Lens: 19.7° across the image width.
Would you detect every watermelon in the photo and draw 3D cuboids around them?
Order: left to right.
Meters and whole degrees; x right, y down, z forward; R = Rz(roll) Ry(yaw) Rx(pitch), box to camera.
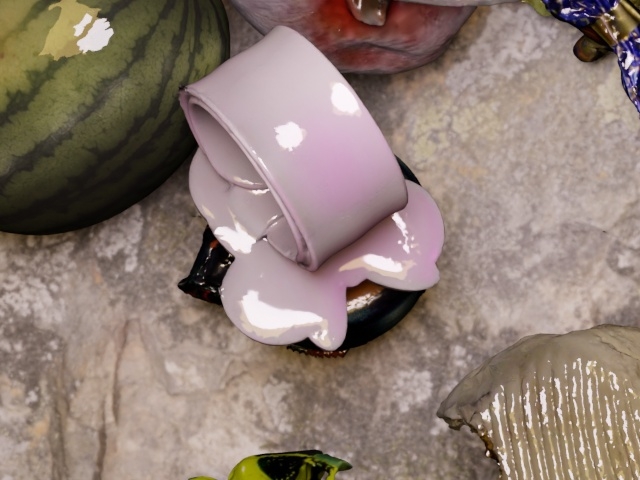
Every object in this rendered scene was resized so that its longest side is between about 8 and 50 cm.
[{"bbox_3d":[-0.250,-0.148,1.707,0.359,0.279,0.279,-31,80,23],"label":"watermelon"}]

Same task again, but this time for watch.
[{"bbox_3d":[-0.019,-0.046,1.569,0.211,0.217,0.248,-34,77,-10],"label":"watch"}]

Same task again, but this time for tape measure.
[{"bbox_3d":[0.000,0.000,1.740,0.222,0.135,0.202,19,75,6],"label":"tape measure"}]

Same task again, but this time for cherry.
[{"bbox_3d":[0.034,-0.318,1.696,0.291,0.335,0.326,-17,115,18],"label":"cherry"}]

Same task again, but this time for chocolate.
[{"bbox_3d":[0.270,-0.218,1.709,0.343,0.148,0.126,48,54,-2],"label":"chocolate"}]

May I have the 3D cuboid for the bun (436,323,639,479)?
[{"bbox_3d":[0.251,0.210,1.652,0.281,0.205,0.282,-3,80,20],"label":"bun"}]

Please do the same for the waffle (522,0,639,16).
[{"bbox_3d":[0.263,-0.319,1.786,0.204,0.054,0.223,17,91,4],"label":"waffle"}]

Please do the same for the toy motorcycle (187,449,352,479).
[{"bbox_3d":[0.008,0.319,1.694,0.342,0.142,0.206,42,127,9],"label":"toy motorcycle"}]
